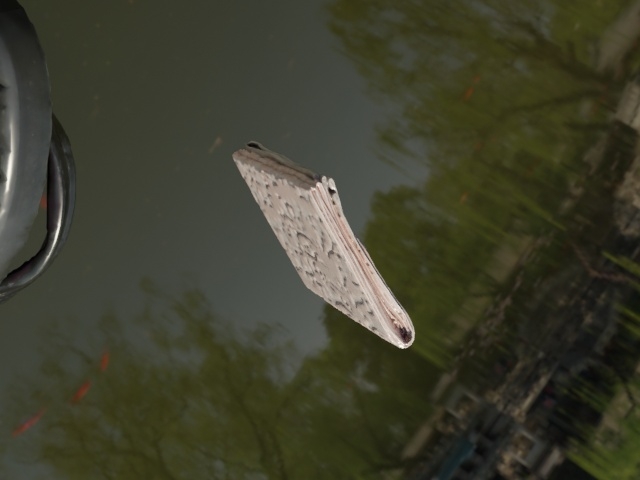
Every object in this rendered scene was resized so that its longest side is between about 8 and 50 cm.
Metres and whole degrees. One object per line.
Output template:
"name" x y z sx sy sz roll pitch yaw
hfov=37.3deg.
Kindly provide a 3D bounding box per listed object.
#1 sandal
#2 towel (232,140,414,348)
"sandal" -0.226 -0.009 0.550 0.107 0.167 0.446 -28 168 -40
"towel" 0.000 0.000 1.517 0.053 0.332 0.317 -35 116 -13
